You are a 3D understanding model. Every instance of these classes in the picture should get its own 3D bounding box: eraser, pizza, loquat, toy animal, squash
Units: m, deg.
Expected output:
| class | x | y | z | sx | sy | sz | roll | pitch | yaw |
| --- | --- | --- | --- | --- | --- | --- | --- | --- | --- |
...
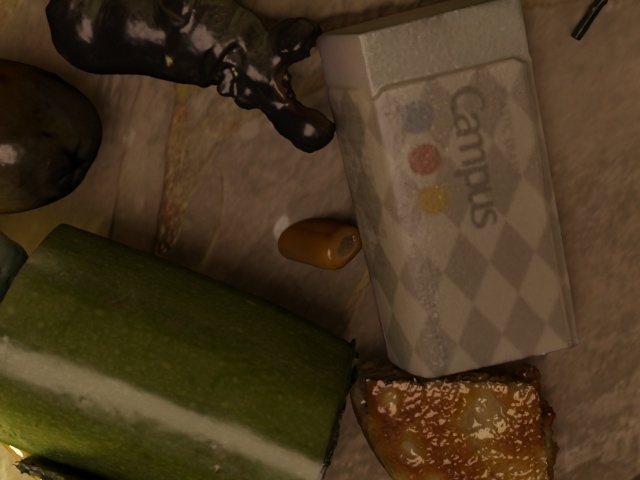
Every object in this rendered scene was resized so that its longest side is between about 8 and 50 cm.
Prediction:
| class | x | y | z | sx | sy | sz | roll | pitch | yaw |
| --- | --- | --- | --- | --- | --- | --- | --- | --- | --- |
| eraser | 0.141 | -0.051 | 1.133 | 0.213 | 0.082 | 0.397 | -13 | 110 | 0 |
| pizza | 0.188 | 0.233 | 1.256 | 0.335 | 0.086 | 0.226 | 39 | 108 | -10 |
| loquat | -0.354 | -0.116 | 1.144 | 0.227 | 0.179 | 0.179 | 4 | 113 | -5 |
| toy animal | -0.129 | -0.217 | 1.086 | 0.343 | 0.106 | 0.168 | 22 | 114 | 9 |
| squash | -0.162 | 0.164 | 1.188 | 0.384 | 0.263 | 0.263 | 21 | 114 | 0 |

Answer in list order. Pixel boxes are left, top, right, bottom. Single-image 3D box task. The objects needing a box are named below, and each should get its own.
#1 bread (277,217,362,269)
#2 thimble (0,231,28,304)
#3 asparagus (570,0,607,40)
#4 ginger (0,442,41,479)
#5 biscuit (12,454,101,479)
| class | x | y | z | sx | sy | sz | roll | pitch | yaw |
| --- | --- | --- | --- | --- | --- | --- | --- | --- | --- |
| bread | 0.000 | -0.001 | 1.212 | 0.062 | 0.103 | 0.049 | -43 | 118 | -22 |
| thimble | -0.430 | 0.033 | 1.120 | 0.237 | 0.237 | 0.150 | 25 | 78 | -2 |
| asparagus | 0.310 | -0.272 | 1.064 | 0.016 | 0.016 | 0.163 | 45 | 114 | 18 |
| ginger | -0.258 | 0.304 | 1.339 | 0.363 | 0.122 | 0.348 | -18 | 117 | 26 |
| biscuit | -0.270 | 0.269 | 1.177 | 0.144 | 0.203 | 0.016 | 21 | 80 | -3 |
